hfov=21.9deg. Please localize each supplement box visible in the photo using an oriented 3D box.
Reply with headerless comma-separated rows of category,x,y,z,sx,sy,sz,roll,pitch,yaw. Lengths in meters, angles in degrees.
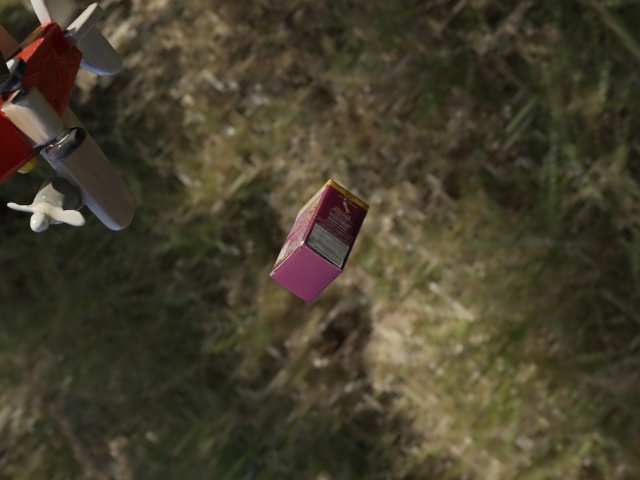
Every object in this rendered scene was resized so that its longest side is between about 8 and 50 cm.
supplement box,0.000,0.000,1.354,0.043,0.083,0.055,35,135,-11

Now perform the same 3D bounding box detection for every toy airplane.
toy airplane,-0.434,-0.200,2.290,0.384,0.272,0.386,13,-129,-61

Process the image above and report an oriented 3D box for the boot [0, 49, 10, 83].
boot,-0.367,-0.176,1.045,0.280,0.264,0.096,60,155,-3
